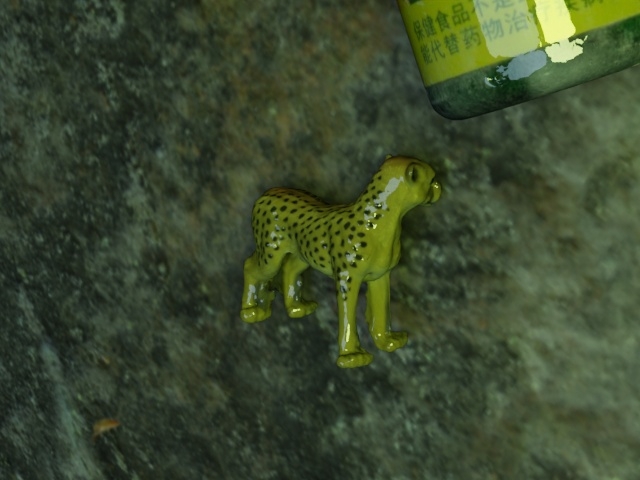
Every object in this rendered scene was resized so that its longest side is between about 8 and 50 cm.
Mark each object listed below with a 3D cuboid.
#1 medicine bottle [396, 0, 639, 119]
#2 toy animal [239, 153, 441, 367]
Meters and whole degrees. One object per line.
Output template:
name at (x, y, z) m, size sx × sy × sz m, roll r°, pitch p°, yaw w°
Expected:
medicine bottle at (0.081, -0.218, 0.623) m, size 0.141 × 0.141 × 0.293 m, roll -14°, pitch 96°, yaw 44°
toy animal at (0.000, 0.000, 0.844) m, size 0.181 × 0.073 × 0.136 m, roll 17°, pitch 110°, yaw 50°
